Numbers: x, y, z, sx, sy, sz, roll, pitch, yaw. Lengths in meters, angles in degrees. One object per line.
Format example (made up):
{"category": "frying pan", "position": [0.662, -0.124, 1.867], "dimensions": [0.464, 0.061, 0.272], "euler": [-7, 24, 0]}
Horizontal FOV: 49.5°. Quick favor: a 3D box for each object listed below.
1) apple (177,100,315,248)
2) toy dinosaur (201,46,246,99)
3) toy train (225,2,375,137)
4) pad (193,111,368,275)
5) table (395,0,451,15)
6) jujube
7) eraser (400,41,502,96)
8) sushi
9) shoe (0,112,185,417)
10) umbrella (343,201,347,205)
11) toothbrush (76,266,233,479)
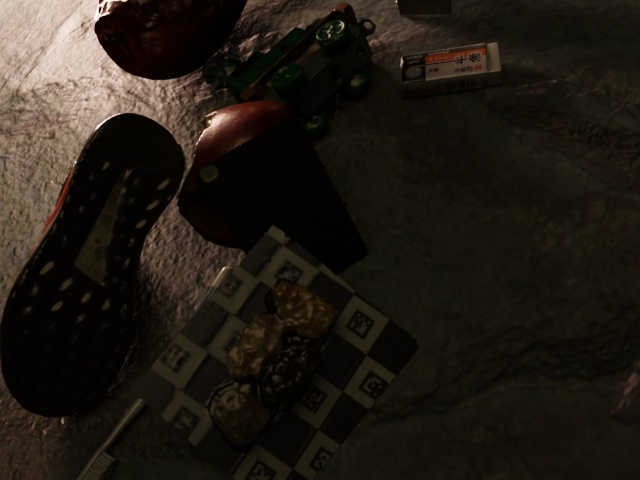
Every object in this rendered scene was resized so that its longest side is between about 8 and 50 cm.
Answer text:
{"category": "apple", "position": [-0.071, -0.080, 0.770], "dimensions": [0.147, 0.156, 0.158], "euler": [-8, 33, 24]}
{"category": "toy dinosaur", "position": [-0.130, -0.233, 0.960], "dimensions": [0.047, 0.030, 0.083], "euler": [28, 71, 32]}
{"category": "toy train", "position": [-0.027, -0.213, 0.881], "dimensions": [0.228, 0.091, 0.136], "euler": [-47, 47, -14]}
{"category": "pad", "position": [-0.033, -0.024, 0.706], "dimensions": [0.116, 0.193, 0.004], "euler": [-32, 34, -2]}
{"category": "table", "position": [0.138, -0.350, 0.915], "dimensions": [0.079, 0.083, 0.062], "euler": [6, 62, 20]}
{"category": "jujube", "position": [-0.200, -0.329, 0.962], "dimensions": [0.183, 0.183, 0.243], "euler": [21, 59, 28]}
{"category": "eraser", "position": [0.159, -0.209, 0.854], "dimensions": [0.122, 0.029, 0.052], "euler": [-5, 58, 15]}
{"category": "sushi", "position": [-0.037, 0.117, 0.647], "dimensions": [0.192, 0.050, 0.215], "euler": [39, 76, 3]}
{"category": "shoe", "position": [-0.268, 0.021, 0.790], "dimensions": [0.171, 0.132, 0.337], "euler": [11, 81, 65]}
{"category": "umbrella", "position": [0.002, 0.002, 0.781], "dimensions": [0.013, 0.022, 0.122], "euler": [-1, 44, 47]}
{"category": "toothbrush", "position": [-0.168, 0.143, 0.744], "dimensions": [0.025, 0.019, 0.276], "euler": [24, 69, 23]}
